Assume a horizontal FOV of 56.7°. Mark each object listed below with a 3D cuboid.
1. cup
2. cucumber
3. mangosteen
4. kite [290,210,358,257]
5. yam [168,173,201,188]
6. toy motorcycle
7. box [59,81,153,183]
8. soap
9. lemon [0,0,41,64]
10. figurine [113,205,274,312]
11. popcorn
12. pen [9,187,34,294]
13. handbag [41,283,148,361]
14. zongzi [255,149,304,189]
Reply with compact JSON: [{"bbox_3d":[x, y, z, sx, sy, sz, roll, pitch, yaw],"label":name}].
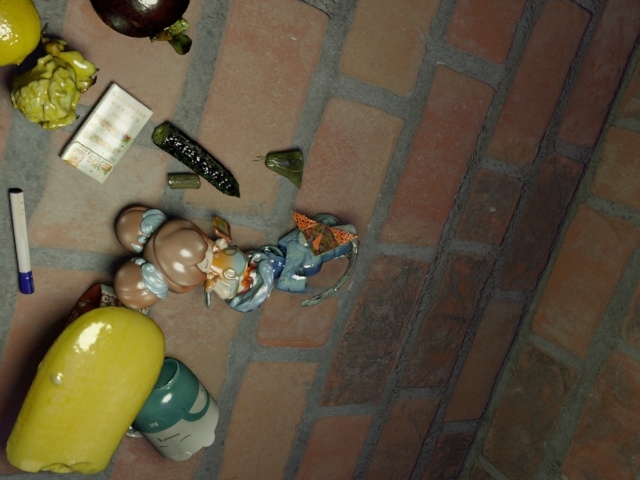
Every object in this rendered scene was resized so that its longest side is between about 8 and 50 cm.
[{"bbox_3d":[-0.469,0.490,1.733,0.289,0.219,0.258,-18,125,11],"label":"cup"},{"bbox_3d":[-0.320,-0.207,1.599,0.300,0.072,0.072,39,87,-39],"label":"cucumber"},{"bbox_3d":[-0.372,-0.533,1.320,0.231,0.231,0.289,-49,134,-6],"label":"mangosteen"},{"bbox_3d":[0.000,0.000,1.758,0.222,0.008,0.125,20,62,-6],"label":"kite"},{"bbox_3d":[-0.369,-0.160,1.603,0.094,0.043,0.043,-5,113,-31],"label":"yam"},{"bbox_3d":[-0.027,0.053,1.808,0.319,0.241,0.182,-31,131,-17],"label":"toy motorcycle"},{"bbox_3d":[-0.525,-0.262,1.457,0.122,0.032,0.220,36,88,-39],"label":"box"},{"bbox_3d":[-0.561,0.363,1.467,0.306,0.115,0.428,33,83,-40],"label":"soap"},{"bbox_3d":[-0.664,-0.449,1.190,0.178,0.178,0.203,-35,124,-17],"label":"lemon"},{"bbox_3d":[-0.339,0.059,1.585,0.248,0.277,0.388,-23,151,27],"label":"figurine"},{"bbox_3d":[-0.583,-0.344,1.296,0.173,0.168,0.195,38,81,-18],"label":"popcorn"},{"bbox_3d":[-0.725,0.005,1.441,0.033,0.033,0.269,-9,115,-31],"label":"pen"},{"bbox_3d":[-0.589,0.262,1.584,0.171,0.151,0.298,34,84,-42],"label":"handbag"},{"bbox_3d":[-0.123,-0.197,1.751,0.154,0.062,0.131,-11,128,-23],"label":"zongzi"}]
